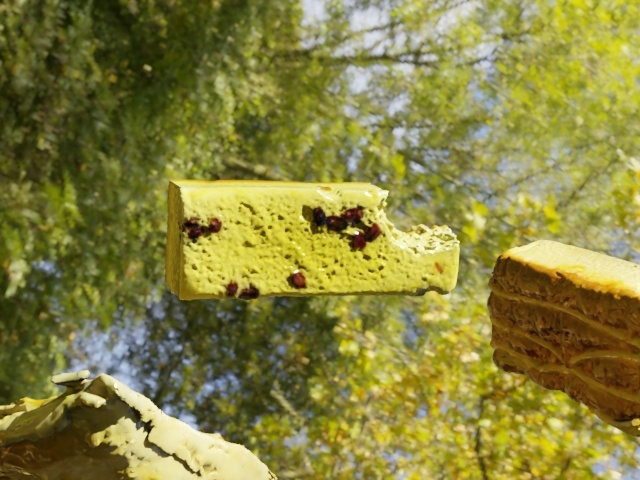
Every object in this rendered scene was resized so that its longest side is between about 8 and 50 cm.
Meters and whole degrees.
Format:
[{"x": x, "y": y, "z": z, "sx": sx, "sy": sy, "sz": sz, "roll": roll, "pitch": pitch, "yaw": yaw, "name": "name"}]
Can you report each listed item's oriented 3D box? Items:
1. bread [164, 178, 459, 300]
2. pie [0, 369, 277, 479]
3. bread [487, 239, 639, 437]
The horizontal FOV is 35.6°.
[{"x": 0.000, "y": 0.000, "z": 0.742, "sx": 0.049, "sy": 0.226, "sz": 0.088, "roll": -154, "pitch": -115, "yaw": -68, "name": "bread"}, {"x": -0.103, "y": 0.156, "z": 0.613, "sx": 0.129, "sy": 0.282, "sz": 0.068, "roll": -18, "pitch": -129, "yaw": 16, "name": "pie"}, {"x": 0.333, "y": 0.112, "z": 1.271, "sx": 0.275, "sy": 0.114, "sz": 0.184, "roll": 24, "pitch": -60, "yaw": 57, "name": "bread"}]
